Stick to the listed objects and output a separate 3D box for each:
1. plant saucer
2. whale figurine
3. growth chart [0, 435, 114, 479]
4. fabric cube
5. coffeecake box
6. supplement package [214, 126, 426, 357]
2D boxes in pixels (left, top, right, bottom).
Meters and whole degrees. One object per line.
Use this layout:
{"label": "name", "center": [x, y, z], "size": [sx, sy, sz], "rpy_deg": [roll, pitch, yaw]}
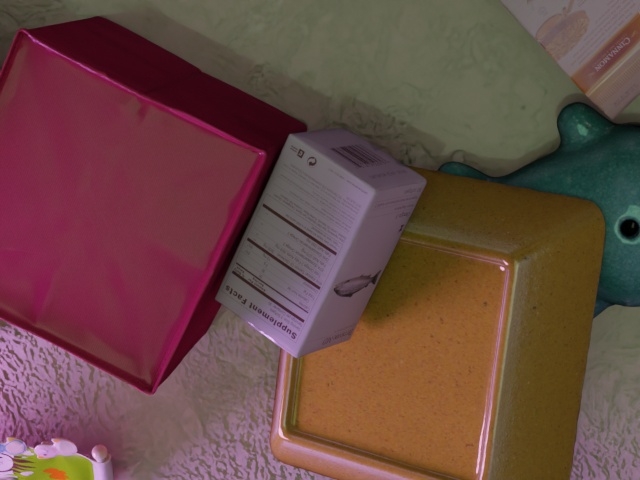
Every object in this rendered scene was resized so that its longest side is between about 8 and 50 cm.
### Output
{"label": "plant saucer", "center": [0.087, 0.101, 1.679], "size": [0.332, 0.081, 0.333], "rpy_deg": [13, 101, 30]}
{"label": "whale figurine", "center": [0.243, -0.022, 1.672], "size": [0.272, 0.141, 0.216], "rpy_deg": [2, 100, 8]}
{"label": "growth chart", "center": [-0.321, 0.238, 1.796], "size": [0.237, 0.172, 0.021], "rpy_deg": [0, 61, 6]}
{"label": "fabric cube", "center": [-0.192, -0.044, 1.667], "size": [0.259, 0.258, 0.254], "rpy_deg": [28, 103, 2]}
{"label": "coffeecake box", "center": [0.257, -0.229, 1.628], "size": [0.142, 0.068, 0.185], "rpy_deg": [-43, 58, 12]}
{"label": "supplement package", "center": [0.000, 0.000, 1.612], "size": [0.105, 0.105, 0.179], "rpy_deg": [34, 113, 21]}
